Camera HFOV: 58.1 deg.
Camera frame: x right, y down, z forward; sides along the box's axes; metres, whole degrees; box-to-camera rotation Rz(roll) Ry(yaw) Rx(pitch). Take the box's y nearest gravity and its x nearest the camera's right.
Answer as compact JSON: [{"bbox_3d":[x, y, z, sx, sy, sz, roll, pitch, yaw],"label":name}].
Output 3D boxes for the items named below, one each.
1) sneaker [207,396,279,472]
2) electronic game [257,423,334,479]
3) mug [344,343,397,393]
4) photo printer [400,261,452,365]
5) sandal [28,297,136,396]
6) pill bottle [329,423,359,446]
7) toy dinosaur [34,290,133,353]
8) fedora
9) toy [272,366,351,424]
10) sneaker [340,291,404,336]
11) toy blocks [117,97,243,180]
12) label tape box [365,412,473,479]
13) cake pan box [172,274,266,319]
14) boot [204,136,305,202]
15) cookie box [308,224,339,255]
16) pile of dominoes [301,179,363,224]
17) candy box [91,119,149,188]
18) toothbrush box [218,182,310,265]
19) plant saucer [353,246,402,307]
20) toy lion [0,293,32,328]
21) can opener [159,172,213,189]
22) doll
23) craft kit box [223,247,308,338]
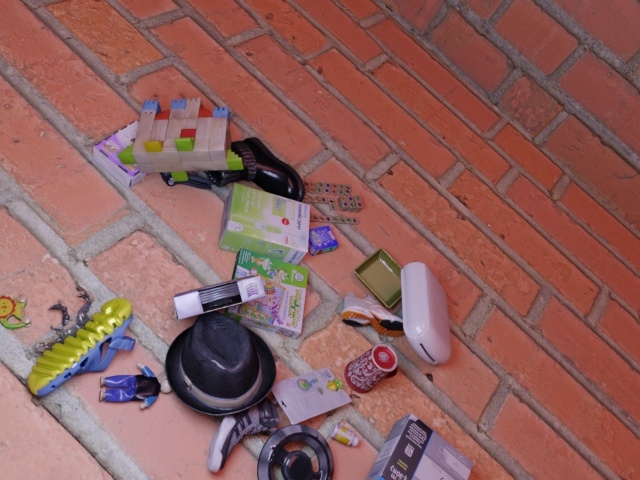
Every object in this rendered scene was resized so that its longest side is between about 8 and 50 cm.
[{"bbox_3d":[-0.200,0.517,1.571,0.153,0.101,0.268,26,47,-7],"label":"sneaker"},{"bbox_3d":[-0.066,0.625,1.583,0.229,0.048,0.229,8,72,-26],"label":"electronic game"},{"bbox_3d":[0.174,0.393,1.818,0.150,0.169,0.113,-18,67,-36],"label":"mug"},{"bbox_3d":[0.367,0.264,1.986,0.256,0.107,0.307,49,34,-43],"label":"photo printer"},{"bbox_3d":[-0.602,0.298,1.504,0.126,0.138,0.317,16,45,42],"label":"sandal"},{"bbox_3d":[0.071,0.581,1.713,0.083,0.043,0.043,29,49,-7],"label":"pill bottle"},{"bbox_3d":[-0.661,0.211,1.570,0.268,0.064,0.118,-26,87,-39],"label":"toy dinosaur"},{"bbox_3d":[-0.273,0.307,1.584,0.334,0.152,0.334,5,40,-4],"label":"fedora"},{"bbox_3d":[-0.034,0.470,1.723,0.237,0.056,0.137,-9,49,-40],"label":"toy"},{"bbox_3d":[0.196,0.245,1.988,0.262,0.099,0.121,20,44,-18],"label":"sneaker"},{"bbox_3d":[-0.441,-0.356,1.890,0.382,0.190,0.260,-2,56,2],"label":"toy blocks"},{"bbox_3d":[0.270,0.723,1.674,0.249,0.115,0.347,40,47,1],"label":"label tape box"},{"bbox_3d":[-0.291,0.157,1.635,0.246,0.267,0.070,-16,91,-12],"label":"cake pan box"},{"bbox_3d":[-0.245,-0.230,2.031,0.348,0.131,0.260,42,32,18],"label":"boot"},{"bbox_3d":[0.000,0.000,2.088,0.107,0.040,0.091,-12,64,-34],"label":"cookie box"},{"bbox_3d":[0.042,-0.158,2.224,0.251,0.040,0.196,3,57,-27],"label":"pile of dominoes"},{"bbox_3d":[-0.632,-0.291,1.934,0.165,0.070,0.196,39,49,2],"label":"candy box"},{"bbox_3d":[-0.189,-0.049,1.969,0.283,0.122,0.206,17,52,-19],"label":"toothbrush box"},{"bbox_3d":[0.227,0.143,2.107,0.188,0.045,0.188,47,49,9],"label":"plant saucer"},{"bbox_3d":[-0.823,0.189,1.520,0.096,0.034,0.100,-13,65,-27],"label":"toy lion"},{"bbox_3d":[-0.457,-0.212,1.980,0.186,0.059,0.073,11,53,-21],"label":"can opener"},{"bbox_3d":[-0.491,0.389,1.544,0.189,0.046,0.129,6,56,-24],"label":"doll"},{"bbox_3d":[-0.171,0.170,1.869,0.247,0.061,0.249,20,51,-18],"label":"craft kit box"}]
